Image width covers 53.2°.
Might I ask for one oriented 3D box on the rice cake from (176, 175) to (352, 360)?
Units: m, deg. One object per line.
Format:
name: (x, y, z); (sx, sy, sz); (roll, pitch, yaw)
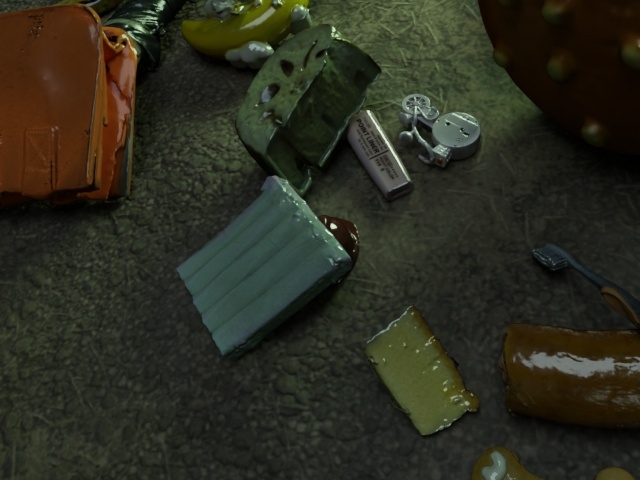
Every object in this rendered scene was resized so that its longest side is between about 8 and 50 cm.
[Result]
rice cake: (-0.077, 0.031, 0.791); (0.198, 0.037, 0.189); (-46, 52, 10)

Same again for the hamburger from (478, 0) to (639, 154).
hamburger: (0.365, -0.282, 0.710); (0.277, 0.396, 0.396); (-35, 54, -10)

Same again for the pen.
pen: (0.071, -0.138, 0.904); (0.053, 0.032, 0.197); (-26, 55, -1)

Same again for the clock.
clock: (0.156, -0.154, 0.885); (0.087, 0.041, 0.129); (-40, 60, -17)

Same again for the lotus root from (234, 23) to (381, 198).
lotus root: (-0.027, -0.184, 0.890); (0.138, 0.119, 0.235); (16, 73, 43)

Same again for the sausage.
sausage: (0.311, 0.125, 0.614); (0.270, 0.109, 0.109); (-5, 56, 13)

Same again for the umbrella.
umbrella: (-0.310, -0.406, 1.173); (0.113, 0.106, 0.358); (16, 55, 15)

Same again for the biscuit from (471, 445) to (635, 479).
biscuit: (0.242, 0.277, 0.573); (0.240, 0.035, 0.158); (8, 62, 21)

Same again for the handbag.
handbag: (-0.493, -0.198, 1.005); (0.410, 0.116, 0.304); (0, 85, 16)

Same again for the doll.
doll: (-0.122, -0.408, 1.099); (0.252, 0.111, 0.237); (29, 84, 29)

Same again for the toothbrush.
toothbrush: (0.293, 0.063, 0.613); (0.031, 0.023, 0.321); (-18, 22, -6)

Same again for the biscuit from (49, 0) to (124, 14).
biscuit: (-0.490, -0.511, 1.318); (0.174, 0.039, 0.183); (-25, 53, 2)

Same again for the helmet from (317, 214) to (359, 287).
helmet: (0.000, 0.000, 0.815); (0.089, 0.057, 0.111); (4, 58, 22)

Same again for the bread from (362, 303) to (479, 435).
bread: (0.104, 0.143, 0.674); (0.084, 0.080, 0.109); (-34, 52, -5)
